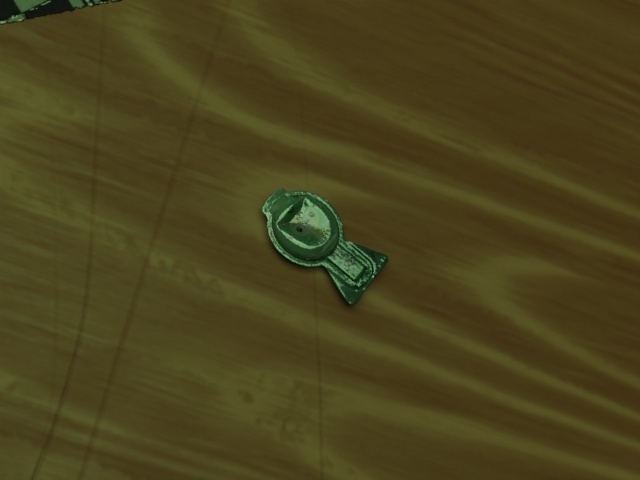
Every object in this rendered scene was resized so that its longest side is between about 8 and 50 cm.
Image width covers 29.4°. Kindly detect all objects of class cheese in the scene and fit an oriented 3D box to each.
[{"bbox_3d":[0.000,0.000,1.101,0.121,0.026,0.067,40,72,-3],"label":"cheese"}]

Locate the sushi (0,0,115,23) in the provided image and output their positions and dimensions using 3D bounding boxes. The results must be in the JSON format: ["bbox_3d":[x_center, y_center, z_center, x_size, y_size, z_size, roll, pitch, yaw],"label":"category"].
[{"bbox_3d":[-0.258,-0.301,1.099,0.279,0.043,0.192,-16,81,-17],"label":"sushi"}]
